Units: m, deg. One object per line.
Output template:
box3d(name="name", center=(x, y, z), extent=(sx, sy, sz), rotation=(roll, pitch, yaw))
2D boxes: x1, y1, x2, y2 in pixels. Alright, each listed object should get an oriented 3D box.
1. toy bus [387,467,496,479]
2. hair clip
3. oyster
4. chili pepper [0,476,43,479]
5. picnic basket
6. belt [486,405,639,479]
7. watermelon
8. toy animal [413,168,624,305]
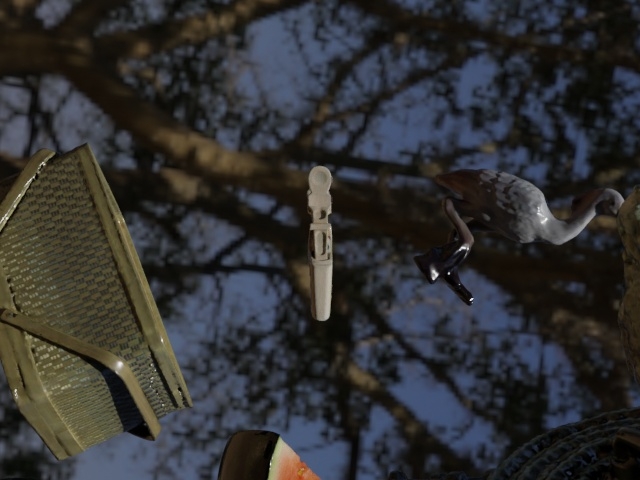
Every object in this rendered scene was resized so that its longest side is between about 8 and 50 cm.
box3d(name="toy bus", center=(0.084, 0.179, 0.945), extent=(0.153, 0.051, 0.061), rotation=(15, 74, -62))
box3d(name="hair clip", center=(0.000, 0.000, 1.909), extent=(0.072, 0.034, 0.226), rotation=(94, -4, -53))
box3d(name="oyster", center=(0.351, 0.089, 1.410), extent=(0.198, 0.112, 0.267), rotation=(54, 25, -71))
box3d(name="chili pepper", center=(-0.184, 0.303, 1.039), extent=(0.256, 0.249, 0.233), rotation=(96, 9, -56))
box3d(name="picnic basket", center=(-0.230, 0.059, 1.353), extent=(0.165, 0.139, 0.266), rotation=(78, -11, -60))
box3d(name="belt", center=(0.196, 0.188, 0.792), extent=(0.257, 0.207, 0.150), rotation=(-152, -138, -70))
box3d(name="watermelon", center=(-0.086, 0.307, 1.766), extent=(0.145, 0.137, 0.193), rotation=(9, -77, 34))
box3d(name="toy animal", center=(0.285, -0.033, 2.029), extent=(0.090, 0.324, 0.195), rotation=(35, 39, -72))
